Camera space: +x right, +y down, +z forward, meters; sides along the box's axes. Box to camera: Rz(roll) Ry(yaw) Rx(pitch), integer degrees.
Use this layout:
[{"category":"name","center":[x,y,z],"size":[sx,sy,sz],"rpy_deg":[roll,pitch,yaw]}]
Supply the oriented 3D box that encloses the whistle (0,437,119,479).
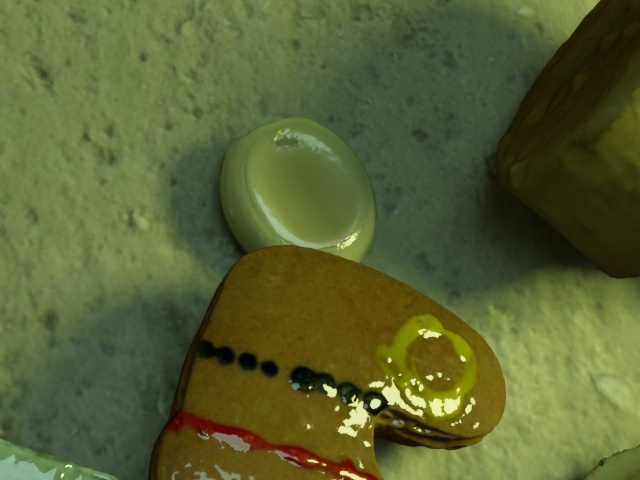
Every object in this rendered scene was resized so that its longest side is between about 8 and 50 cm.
[{"category":"whistle","center":[-0.337,0.182,0.844],"size":[0.404,0.188,0.168],"rpy_deg":[4,65,11]}]

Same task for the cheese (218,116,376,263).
[{"category":"cheese","center":[0.000,0.000,1.112],"size":[0.137,0.064,0.227],"rpy_deg":[-24,78,-21]}]

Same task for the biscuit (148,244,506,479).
[{"category":"biscuit","center":[0.017,0.138,0.986],"size":[0.262,0.052,0.277],"rpy_deg":[27,54,-8]}]

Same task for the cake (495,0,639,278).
[{"category":"cake","center":[0.366,-0.082,1.110],"size":[0.321,0.332,0.332],"rpy_deg":[36,64,-9]}]

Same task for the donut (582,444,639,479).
[{"category":"donut","center":[0.266,0.250,1.068],"size":[0.108,0.065,0.166],"rpy_deg":[-4,53,29]}]
